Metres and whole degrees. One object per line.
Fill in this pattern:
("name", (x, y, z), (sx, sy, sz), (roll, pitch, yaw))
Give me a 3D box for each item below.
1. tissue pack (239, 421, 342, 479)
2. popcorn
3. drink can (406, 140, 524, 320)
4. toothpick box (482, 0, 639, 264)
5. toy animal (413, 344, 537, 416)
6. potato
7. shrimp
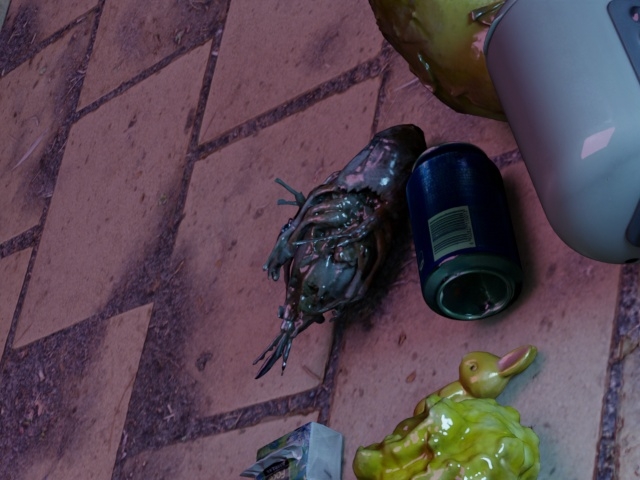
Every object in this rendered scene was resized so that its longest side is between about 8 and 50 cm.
("tissue pack", (-0.038, 0.276, 2.041), (0.111, 0.079, 0.085), (-32, 41, 42))
("popcorn", (0.129, 0.233, 1.718), (0.197, 0.197, 0.156), (-35, 70, 39))
("drink can", (0.162, -0.012, 1.922), (0.118, 0.118, 0.205), (-41, 36, 33))
("toothpick box", (0.303, -0.123, 1.683), (0.229, 0.229, 0.316), (-44, 40, 29))
("toy animal", (0.170, 0.160, 1.832), (0.159, 0.070, 0.083), (-47, 0, 17))
("potato", (0.154, -0.266, 1.956), (0.246, 0.196, 0.300), (94, 169, -72))
("shrimp", (0.001, -0.002, 2.104), (0.372, 0.172, 0.137), (-54, -5, -13))
